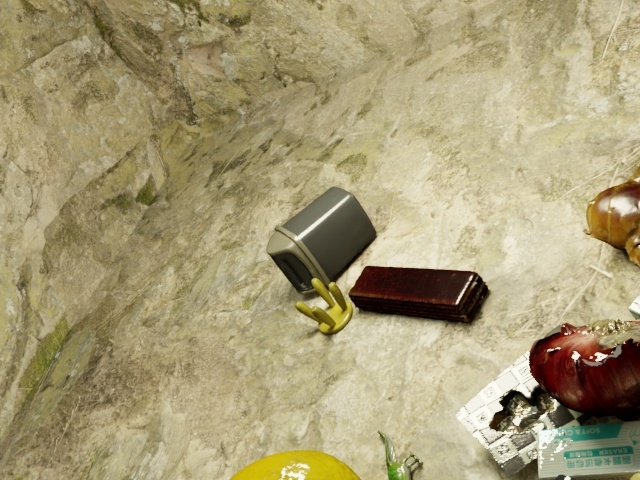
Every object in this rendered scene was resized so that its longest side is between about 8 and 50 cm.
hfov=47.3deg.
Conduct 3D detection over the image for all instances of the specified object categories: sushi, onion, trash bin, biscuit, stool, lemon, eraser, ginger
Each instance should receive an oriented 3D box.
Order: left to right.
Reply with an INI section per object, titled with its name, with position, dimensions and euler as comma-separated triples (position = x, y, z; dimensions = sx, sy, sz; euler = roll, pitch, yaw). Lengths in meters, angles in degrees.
[lemon]
position = -0.052, 0.548, 1.344
dimensions = 0.336, 0.336, 0.336
euler = -29, 32, 20
[trash bin]
position = 0.000, 0.000, 2.112
dimensions = 0.290, 0.209, 0.182
euler = -42, 28, -11
[stool]
position = 0.013, 0.175, 1.954
dimensions = 0.135, 0.110, 0.134
euler = -30, 32, 21
[biscuit]
position = 0.228, 0.127, 1.805
dimensions = 0.388, 0.073, 0.107
euler = 0, 48, 50
[sushi]
position = 0.387, 0.327, 1.371
dimensions = 0.210, 0.040, 0.193
euler = -37, 38, -6
[eraser]
position = 0.474, 0.353, 1.204
dimensions = 0.225, 0.052, 0.096
euler = -13, 39, 24
[onion]
position = 0.500, 0.229, 1.256
dimensions = 0.271, 0.195, 0.272
euler = -14, -2, 0
[ginger]
position = 0.712, -0.079, 1.426
dimensions = 0.357, 0.152, 0.274
euler = -38, 30, 9

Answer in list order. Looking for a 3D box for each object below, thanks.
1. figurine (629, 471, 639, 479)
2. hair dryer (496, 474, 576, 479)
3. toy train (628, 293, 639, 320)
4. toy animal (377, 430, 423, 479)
[figurine]
position = 0.491, 0.466, 1.010
dimensions = 0.222, 0.124, 0.325
euler = -34, 27, 20
[hair dryer]
position = 0.334, 0.433, 1.191
dimensions = 0.124, 0.071, 0.219
euler = -45, 17, -20
[toy train]
position = 0.654, 0.157, 1.286
dimensions = 0.051, 0.052, 0.234
euler = -47, 30, -4
[toy animal]
position = 0.165, 0.446, 1.494
dimensions = 0.075, 0.041, 0.217
euler = -36, 26, 12
